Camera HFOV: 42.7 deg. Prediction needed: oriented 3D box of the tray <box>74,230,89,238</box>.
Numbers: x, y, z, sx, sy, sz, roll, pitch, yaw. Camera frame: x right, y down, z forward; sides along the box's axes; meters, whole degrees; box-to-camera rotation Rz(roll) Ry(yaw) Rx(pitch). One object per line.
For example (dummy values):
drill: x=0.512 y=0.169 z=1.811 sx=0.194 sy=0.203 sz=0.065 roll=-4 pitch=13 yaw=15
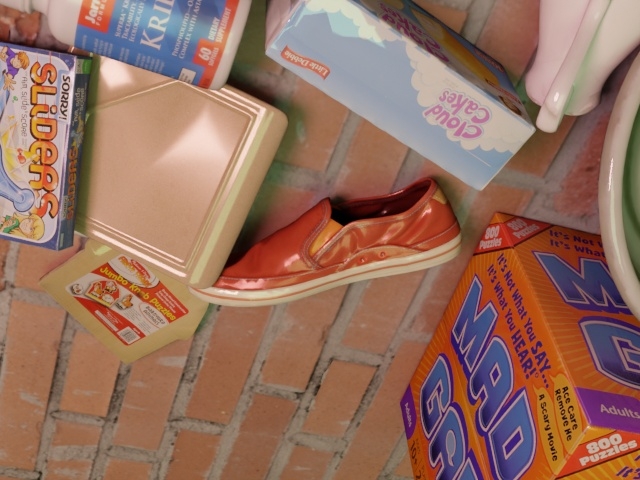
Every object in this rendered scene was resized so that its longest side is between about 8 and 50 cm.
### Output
tray: x=-0.362 y=-0.084 z=0.926 sx=0.270 sy=0.030 sz=0.145 roll=17 pitch=123 yaw=-15

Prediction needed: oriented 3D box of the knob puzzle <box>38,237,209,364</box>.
knob puzzle: x=-0.224 y=0.056 z=1.035 sx=0.213 sy=0.030 sz=0.213 roll=-2 pitch=125 yaw=-2

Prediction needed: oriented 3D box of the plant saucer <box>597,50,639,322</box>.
plant saucer: x=0.427 y=-0.080 z=0.886 sx=0.400 sy=0.100 sz=0.400 roll=-6 pitch=102 yaw=-27

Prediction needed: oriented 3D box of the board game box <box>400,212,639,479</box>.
board game box: x=0.344 y=0.239 z=1.006 sx=0.356 sy=0.356 sz=0.356 roll=12 pitch=124 yaw=-13

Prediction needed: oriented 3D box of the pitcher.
pitcher: x=0.265 y=-0.215 z=0.792 sx=0.125 sy=0.178 sz=0.207 roll=22 pitch=125 yaw=9

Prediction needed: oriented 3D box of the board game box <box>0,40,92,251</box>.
board game box: x=-0.314 y=-0.101 z=0.847 sx=0.136 sy=0.035 sz=0.201 roll=11 pitch=103 yaw=11

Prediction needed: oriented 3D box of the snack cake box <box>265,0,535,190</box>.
snack cake box: x=0.076 y=-0.179 z=0.816 sx=0.264 sy=0.152 sz=0.089 roll=29 pitch=118 yaw=-22

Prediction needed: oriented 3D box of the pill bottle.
pill bottle: x=-0.184 y=-0.232 z=0.777 sx=0.221 sy=0.124 sz=0.124 roll=15 pitch=123 yaw=-14

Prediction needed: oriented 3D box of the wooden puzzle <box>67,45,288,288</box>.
wooden puzzle: x=-0.182 y=-0.089 z=0.887 sx=0.238 sy=0.044 sz=0.221 roll=25 pitch=105 yaw=-6

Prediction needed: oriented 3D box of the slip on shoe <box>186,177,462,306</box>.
slip on shoe: x=0.000 y=0.000 z=0.968 sx=0.331 sy=0.123 sz=0.101 roll=-13 pitch=110 yaw=1
